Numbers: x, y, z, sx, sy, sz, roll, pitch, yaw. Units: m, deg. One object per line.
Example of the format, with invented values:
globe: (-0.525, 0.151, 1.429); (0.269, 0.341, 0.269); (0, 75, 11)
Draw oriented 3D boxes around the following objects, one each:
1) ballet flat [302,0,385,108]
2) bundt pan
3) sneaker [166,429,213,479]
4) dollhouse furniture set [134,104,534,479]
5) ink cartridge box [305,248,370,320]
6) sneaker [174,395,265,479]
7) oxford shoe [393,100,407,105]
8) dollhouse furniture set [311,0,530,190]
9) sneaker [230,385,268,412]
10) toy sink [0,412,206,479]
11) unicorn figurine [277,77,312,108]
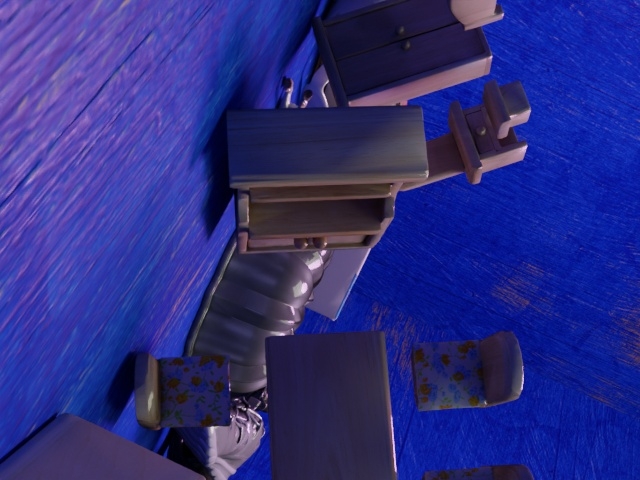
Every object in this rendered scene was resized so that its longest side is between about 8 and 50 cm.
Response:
ballet flat: (0.039, -0.238, 1.129); (0.124, 0.116, 0.342); (-40, 167, -35)
bundt pan: (-0.074, 0.074, 1.277); (0.331, 0.124, 0.330); (25, 90, -87)
sneaker: (-0.185, 0.388, 1.365); (0.124, 0.107, 0.283); (101, -25, -47)
dollhouse furniture set: (0.007, 0.105, 0.845); (0.256, 0.362, 0.394); (110, -23, -75)
ink cartridge box: (0.000, 0.000, 1.564); (0.232, 0.168, 0.171); (-56, 170, -76)
sneaker: (-0.136, 0.241, 1.226); (0.115, 0.105, 0.281); (-38, 162, -15)
oxford shoe: (0.058, -0.243, 1.442); (0.147, 0.140, 0.397); (-33, 173, -15)
dollhouse furniture set: (0.077, -0.233, 0.836); (0.355, 0.174, 0.303); (66, 6, -75)
sneaker: (-0.121, 0.214, 1.564); (0.087, 0.130, 0.227); (-64, 176, -69)
toy sink: (-0.186, 0.265, 0.610); (0.153, 0.131, 0.234); (-48, 163, -80)
unicorn figurine: (-0.035, -0.127, 1.024); (0.162, 0.060, 0.111); (-46, 169, -26)
